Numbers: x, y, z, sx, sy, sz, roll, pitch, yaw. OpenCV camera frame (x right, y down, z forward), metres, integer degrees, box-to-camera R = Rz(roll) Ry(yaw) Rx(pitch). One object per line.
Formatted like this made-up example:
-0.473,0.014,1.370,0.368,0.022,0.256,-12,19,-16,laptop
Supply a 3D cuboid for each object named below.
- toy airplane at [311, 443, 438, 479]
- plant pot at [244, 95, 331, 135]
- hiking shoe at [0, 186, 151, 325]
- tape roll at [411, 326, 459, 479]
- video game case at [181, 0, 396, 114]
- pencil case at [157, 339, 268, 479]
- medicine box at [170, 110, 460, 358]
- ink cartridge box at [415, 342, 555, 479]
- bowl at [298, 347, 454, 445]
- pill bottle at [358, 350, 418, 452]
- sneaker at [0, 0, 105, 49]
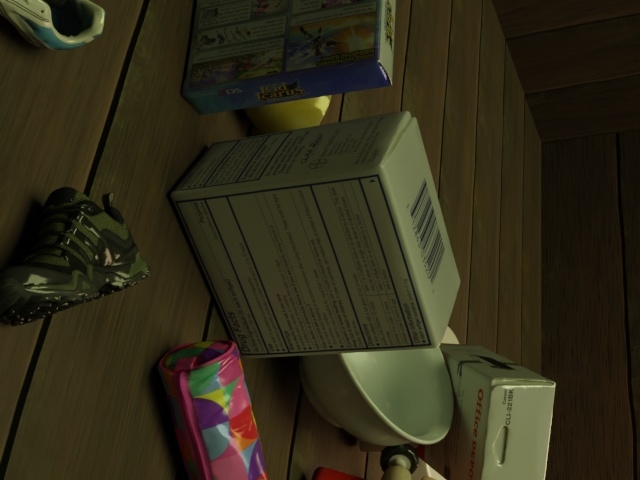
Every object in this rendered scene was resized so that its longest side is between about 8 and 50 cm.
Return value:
0.153,0.524,1.507,0.386,0.272,0.384,18,34,-51,toy airplane
-0.062,-0.209,1.416,0.095,0.134,0.134,29,53,-33,plant pot
-0.254,0.010,0.952,0.114,0.086,0.227,69,17,0,hiking shoe
0.230,0.359,1.996,0.392,0.072,0.391,-7,90,-68,tape roll
-0.036,-0.297,1.292,0.061,0.270,0.244,50,40,-56,video game case
-0.120,0.235,1.162,0.104,0.105,0.236,-35,114,-65,pencil case
0.000,0.000,1.264,0.149,0.289,0.263,-61,139,-52,medicine box
0.254,0.287,1.590,0.273,0.114,0.196,-158,-108,-73,ink cartridge box
0.062,0.193,1.502,0.298,0.134,0.297,38,33,-31,bowl
0.107,0.239,1.669,0.121,0.121,0.221,9,75,-67,pill bottle
-0.290,-0.248,0.913,0.237,0.086,0.085,29,59,-61,sneaker
